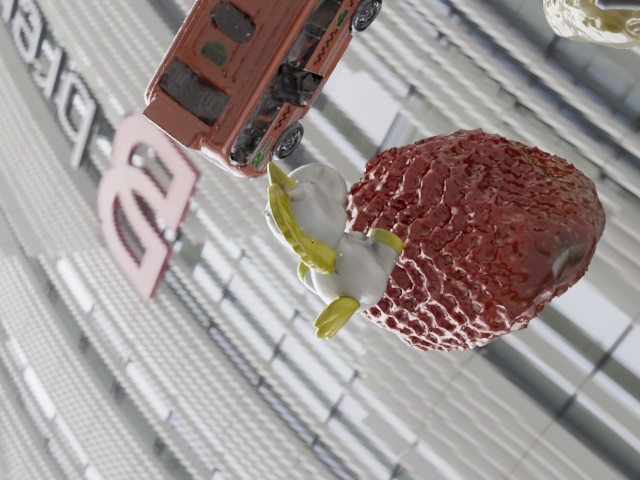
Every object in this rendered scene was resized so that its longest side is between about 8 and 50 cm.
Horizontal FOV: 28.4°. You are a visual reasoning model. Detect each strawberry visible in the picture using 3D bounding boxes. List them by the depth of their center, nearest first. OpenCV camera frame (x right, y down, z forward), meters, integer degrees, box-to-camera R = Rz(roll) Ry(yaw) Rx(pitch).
[{"bbox_3d":[0.192,-0.008,1.520,0.312,0.351,0.267,-38,-70,-15],"label":"strawberry"}]

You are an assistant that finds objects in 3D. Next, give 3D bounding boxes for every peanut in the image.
[{"bbox_3d":[0.359,-0.312,1.593,0.147,0.147,0.305,20,-174,-8],"label":"peanut"}]

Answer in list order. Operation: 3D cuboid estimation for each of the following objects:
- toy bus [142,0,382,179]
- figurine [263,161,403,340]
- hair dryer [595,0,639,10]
[{"bbox_3d":[-0.087,-0.310,1.934,0.203,0.427,0.233,37,-166,21],"label":"toy bus"},{"bbox_3d":[0.001,-0.006,1.162,0.178,0.109,0.129,63,-153,-27],"label":"figurine"},{"bbox_3d":[0.279,-0.149,0.956,0.272,0.235,0.091,19,-144,8],"label":"hair dryer"}]
